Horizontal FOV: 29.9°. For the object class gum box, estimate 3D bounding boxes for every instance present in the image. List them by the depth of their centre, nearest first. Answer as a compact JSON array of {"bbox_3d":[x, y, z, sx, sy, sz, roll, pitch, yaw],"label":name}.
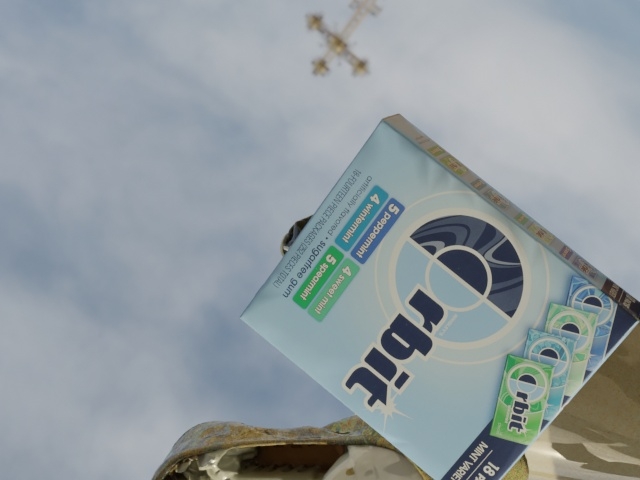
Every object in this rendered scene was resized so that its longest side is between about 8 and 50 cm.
[{"bbox_3d":[0.068,0.043,0.713,0.184,0.157,0.041,39,-160,8],"label":"gum box"}]

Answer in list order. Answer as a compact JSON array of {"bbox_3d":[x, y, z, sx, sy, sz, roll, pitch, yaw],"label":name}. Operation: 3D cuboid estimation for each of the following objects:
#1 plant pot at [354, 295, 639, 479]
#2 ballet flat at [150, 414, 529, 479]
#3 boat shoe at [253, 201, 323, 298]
[{"bbox_3d":[0.208,0.120,1.111,0.274,0.256,0.256,21,-146,15],"label":"plant pot"},{"bbox_3d":[-0.001,0.210,0.998,0.123,0.349,0.123,13,-105,-56],"label":"ballet flat"},{"bbox_3d":[0.000,0.000,1.613,0.091,0.302,0.114,38,-164,-26],"label":"boat shoe"}]
